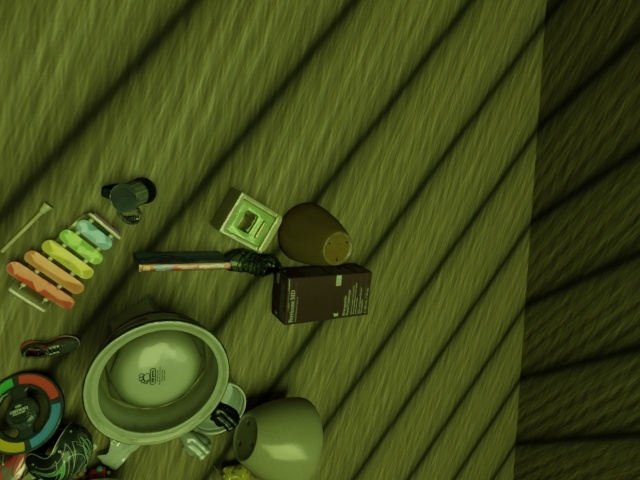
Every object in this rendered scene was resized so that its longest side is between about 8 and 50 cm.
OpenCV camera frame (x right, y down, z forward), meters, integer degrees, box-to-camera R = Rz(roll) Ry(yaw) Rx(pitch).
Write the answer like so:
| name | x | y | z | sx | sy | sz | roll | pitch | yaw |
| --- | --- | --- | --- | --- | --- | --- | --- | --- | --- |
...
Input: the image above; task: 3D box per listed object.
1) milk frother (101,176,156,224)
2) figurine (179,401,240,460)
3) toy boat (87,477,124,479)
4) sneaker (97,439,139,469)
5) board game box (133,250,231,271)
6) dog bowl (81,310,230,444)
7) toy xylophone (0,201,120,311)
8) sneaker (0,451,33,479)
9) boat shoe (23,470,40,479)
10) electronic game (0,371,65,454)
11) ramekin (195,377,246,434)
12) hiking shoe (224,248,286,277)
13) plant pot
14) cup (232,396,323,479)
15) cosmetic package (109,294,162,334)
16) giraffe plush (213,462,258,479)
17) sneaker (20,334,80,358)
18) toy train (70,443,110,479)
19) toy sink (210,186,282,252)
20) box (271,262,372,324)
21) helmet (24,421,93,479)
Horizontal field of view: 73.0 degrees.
| name | x | y | z | sx | sy | sz | roll | pitch | yaw |
| --- | --- | --- | --- | --- | --- | --- | --- | --- | --- |
| milk frother | -0.572 | -0.107 | 1.297 | 0.129 | 0.135 | 0.143 | -6 | 106 | 4 |
| figurine | -0.427 | 0.620 | 1.491 | 0.215 | 0.092 | 0.209 | -43 | 112 | -11 |
| toy boat | -0.719 | 0.920 | 1.459 | 0.267 | 0.148 | 0.318 | -19 | 131 | 12 |
| sneaker | -0.677 | 0.689 | 1.499 | 0.094 | 0.080 | 0.212 | 44 | 81 | -19 |
| board game box | -0.449 | 0.066 | 1.409 | 0.281 | 0.145 | 0.027 | 0 | 103 | -29 |
| dog bowl | -0.495 | 0.400 | 1.322 | 0.408 | 0.150 | 0.408 | -9 | 110 | -25 |
| toy xylophone | -0.765 | 0.039 | 1.260 | 0.236 | 0.081 | 0.323 | 39 | 83 | -31 |
| sneaker | -0.997 | 0.714 | 1.298 | 0.136 | 0.116 | 0.314 | 44 | 79 | -26 |
| boat shoe | -0.920 | 0.757 | 1.390 | 0.153 | 0.048 | 0.056 | -20 | 113 | -23 |
| electronic game | -0.883 | 0.511 | 1.284 | 0.229 | 0.048 | 0.229 | 2 | 73 | -7 |
| ramekin | -0.393 | 0.598 | 1.610 | 0.207 | 0.109 | 0.207 | -8 | 107 | -28 |
| hiking shoe | -0.237 | 0.083 | 1.552 | 0.226 | 0.114 | 0.086 | 3 | 102 | -30 |
| plant pot | 0.000 | 0.000 | 1.583 | 0.237 | 0.254 | 0.237 | -8 | 108 | -27 |
| cup | -0.187 | 0.750 | 1.633 | 0.237 | 0.331 | 0.331 | 24 | 91 | -34 |
| cosmetic package | -0.542 | 0.350 | 1.444 | 0.153 | 0.129 | 0.296 | -38 | 118 | -13 |
| giraffe plush | -0.300 | 0.936 | 1.748 | 0.170 | 0.181 | 0.210 | -34 | 83 | -29 |
| sneaker | -0.822 | 0.336 | 1.319 | 0.158 | 0.065 | 0.061 | -6 | 106 | -28 |
| toy train | -0.786 | 0.747 | 1.459 | 0.125 | 0.046 | 0.166 | -9 | 111 | -16 |
| toy sink | -0.233 | -0.056 | 1.506 | 0.234 | 0.131 | 0.153 | 33 | 87 | -33 |
| box | 0.010 | 0.203 | 1.713 | 0.381 | 0.143 | 0.191 | -2 | 105 | -27 |
| helmet | -0.788 | 0.650 | 1.331 | 0.161 | 0.169 | 0.169 | -9 | 111 | 4 |
